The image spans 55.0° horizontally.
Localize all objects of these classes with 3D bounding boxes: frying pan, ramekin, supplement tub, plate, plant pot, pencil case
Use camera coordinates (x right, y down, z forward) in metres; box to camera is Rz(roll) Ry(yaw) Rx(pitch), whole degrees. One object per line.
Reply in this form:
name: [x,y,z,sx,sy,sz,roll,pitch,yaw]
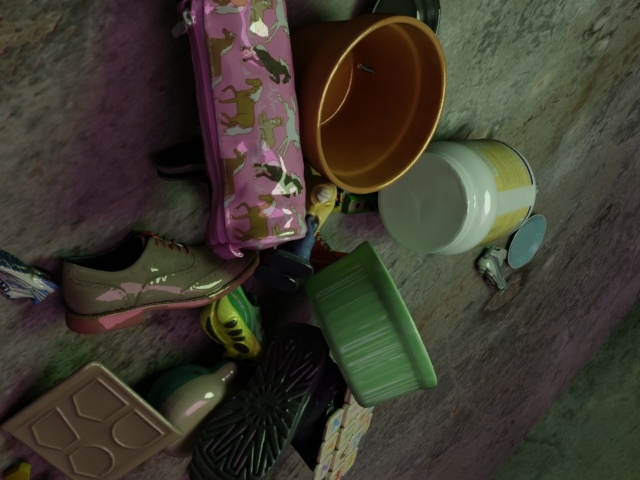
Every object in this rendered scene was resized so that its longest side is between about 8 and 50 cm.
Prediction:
frying pan: [0.186,-0.380,1.219,0.197,0.053,0.326,-54,141,-2]
ramekin: [0.087,0.167,1.174,0.148,0.303,0.303,-25,135,0]
supplement tub: [0.299,-0.098,1.334,0.331,0.241,0.240,-13,125,-50]
plate: [0.639,0.000,1.924,0.188,0.024,0.188,-25,131,-31]
plant pot: [0.044,-0.252,1.051,0.291,0.203,0.290,-24,131,-31]
pencil case: [-0.111,-0.172,0.898,0.167,0.160,0.385,-9,100,-10]

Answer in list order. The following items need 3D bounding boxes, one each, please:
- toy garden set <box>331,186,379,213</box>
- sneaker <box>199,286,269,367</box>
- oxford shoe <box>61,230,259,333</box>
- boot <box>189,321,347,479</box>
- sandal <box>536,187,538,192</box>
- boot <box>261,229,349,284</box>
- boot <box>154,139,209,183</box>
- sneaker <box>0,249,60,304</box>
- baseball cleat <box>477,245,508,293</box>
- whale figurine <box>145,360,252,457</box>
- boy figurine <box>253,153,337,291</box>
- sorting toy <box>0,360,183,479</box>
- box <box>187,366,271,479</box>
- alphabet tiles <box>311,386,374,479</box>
toy garden set: [0.091,-0.161,1.273,0.204,0.049,0.244,-8,120,-41]
sneaker: [-0.147,0.168,1.205,0.295,0.110,0.123,80,20,-58]
oxford shoe: [-0.252,0.042,1.028,0.348,0.123,0.130,-20,120,-37]
boot: [-0.062,0.407,1.290,0.367,0.146,0.445,-52,154,-18]
sandal: [0.538,-0.106,1.730,0.265,0.076,0.101,-30,152,-55]
boot: [0.000,0.000,1.268,0.244,0.088,0.176,0,114,-40]
boot: [-0.167,-0.080,1.054,0.237,0.085,0.178,-16,128,-36]
sneaker: [-0.451,0.059,0.900,0.058,0.052,0.135,-50,139,-1]
baseball cleat: [0.535,0.085,1.845,0.109,0.072,0.206,-57,143,-8]
whale figurine: [-0.225,0.316,1.222,0.272,0.141,0.216,-3,121,-50]
boy figurine: [-0.030,-0.054,1.092,0.092,0.177,0.285,26,53,-18]
sorting toy: [-0.425,0.348,1.064,0.307,0.041,0.229,-35,118,10]
box: [-0.141,0.418,1.429,0.232,0.058,0.321,21,99,-49]
alphabet tiles: [0.068,0.409,1.355,0.278,0.021,0.283,-20,126,-60]
